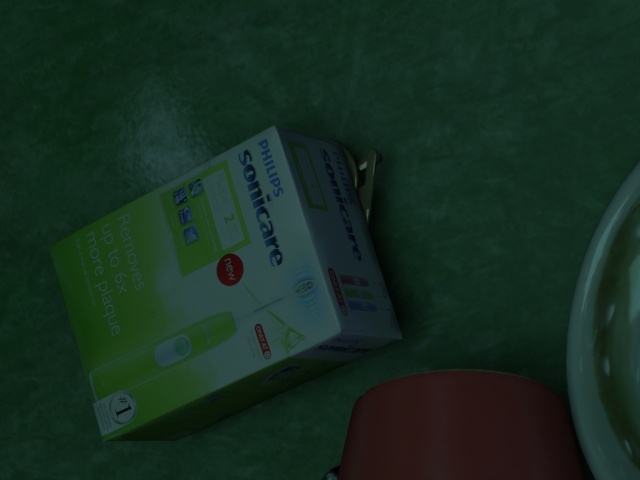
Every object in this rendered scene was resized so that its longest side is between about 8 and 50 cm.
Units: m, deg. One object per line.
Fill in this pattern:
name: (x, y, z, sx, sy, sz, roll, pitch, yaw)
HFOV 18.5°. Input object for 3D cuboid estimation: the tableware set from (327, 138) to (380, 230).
tableware set: (0.000, 0.000, 1.889, 0.128, 0.039, 0.194, 7, 89, 32)

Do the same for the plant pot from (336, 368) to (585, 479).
plant pot: (0.122, 0.259, 1.721, 0.275, 0.275, 0.243, -10, 63, 21)

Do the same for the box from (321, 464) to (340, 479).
box: (0.031, 0.346, 1.885, 0.184, 0.045, 0.191, 37, 103, 13)

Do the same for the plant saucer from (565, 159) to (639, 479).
plant saucer: (0.378, 0.072, 1.647, 0.400, 0.100, 0.401, -27, 55, 46)

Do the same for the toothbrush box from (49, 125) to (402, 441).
toothbrush box: (-0.093, 0.047, 1.848, 0.283, 0.122, 0.206, -25, 73, 26)
